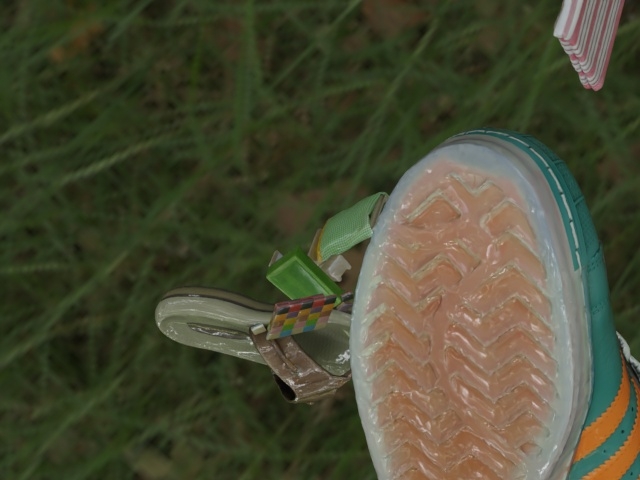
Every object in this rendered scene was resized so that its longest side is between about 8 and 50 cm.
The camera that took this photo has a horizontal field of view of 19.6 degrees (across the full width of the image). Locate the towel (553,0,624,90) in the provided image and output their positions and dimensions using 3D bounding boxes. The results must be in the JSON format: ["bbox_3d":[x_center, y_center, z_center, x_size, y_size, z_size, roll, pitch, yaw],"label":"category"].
[{"bbox_3d":[0.244,-0.225,1.667,0.029,0.144,0.197,13,174,18],"label":"towel"}]

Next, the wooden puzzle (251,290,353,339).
[{"bbox_3d":[-0.014,0.058,1.434,0.049,0.083,0.006,111,143,-56],"label":"wooden puzzle"}]

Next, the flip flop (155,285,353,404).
[{"bbox_3d":[-0.030,0.102,1.641,0.277,0.080,0.112,9,148,24],"label":"flip flop"}]

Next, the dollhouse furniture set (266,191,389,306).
[{"bbox_3d":[0.000,0.000,1.580,0.058,0.152,0.076,44,124,-16],"label":"dollhouse furniture set"}]

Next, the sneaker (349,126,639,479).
[{"bbox_3d":[0.093,0.076,0.798,0.108,0.121,0.302,16,127,33],"label":"sneaker"}]
